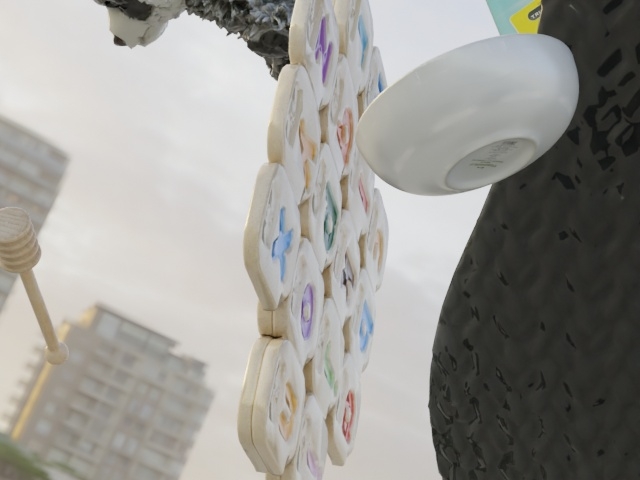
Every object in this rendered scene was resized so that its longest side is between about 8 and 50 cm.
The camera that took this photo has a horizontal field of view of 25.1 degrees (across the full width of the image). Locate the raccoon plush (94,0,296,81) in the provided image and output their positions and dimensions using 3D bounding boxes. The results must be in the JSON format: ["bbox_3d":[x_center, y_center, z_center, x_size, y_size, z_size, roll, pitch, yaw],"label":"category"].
[{"bbox_3d":[-0.071,-0.382,1.538,0.299,0.446,0.216,33,-4,-2],"label":"raccoon plush"}]

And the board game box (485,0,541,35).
[{"bbox_3d":[0.214,-0.211,0.863,0.253,0.336,0.079,-30,-31,22],"label":"board game box"}]

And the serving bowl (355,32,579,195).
[{"bbox_3d":[0.056,-0.039,0.510,0.083,0.027,0.083,-18,-23,-8],"label":"serving bowl"}]

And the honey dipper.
[{"bbox_3d":[-0.201,0.039,1.001,0.030,0.030,0.161,17,-36,16],"label":"honey dipper"}]

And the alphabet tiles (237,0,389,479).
[{"bbox_3d":[0.000,0.000,0.792,0.021,0.284,0.278,4,-28,13],"label":"alphabet tiles"}]

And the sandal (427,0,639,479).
[{"bbox_3d":[0.159,-0.041,0.595,0.167,0.446,0.107,22,22,34],"label":"sandal"}]
